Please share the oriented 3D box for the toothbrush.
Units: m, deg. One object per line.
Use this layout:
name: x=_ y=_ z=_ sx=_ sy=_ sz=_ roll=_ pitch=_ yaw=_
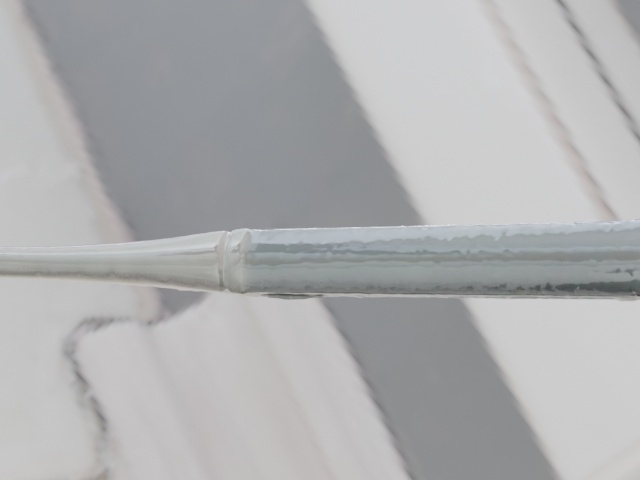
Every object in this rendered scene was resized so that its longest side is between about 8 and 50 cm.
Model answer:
toothbrush: x=0.000 y=0.002 z=0.580 sx=0.025 sy=0.342 sz=0.030 roll=14 pitch=-101 yaw=-71
